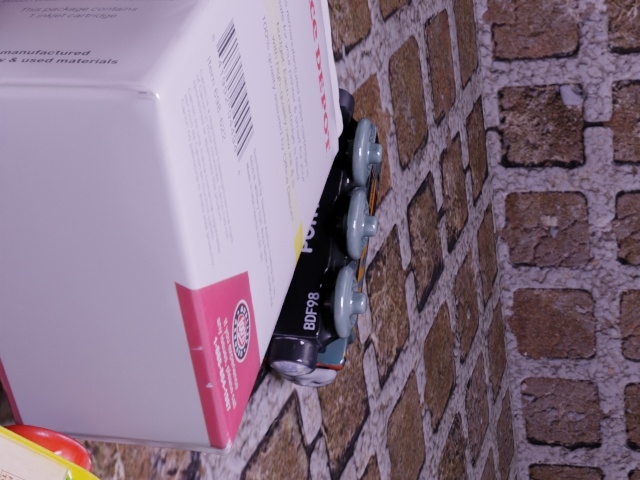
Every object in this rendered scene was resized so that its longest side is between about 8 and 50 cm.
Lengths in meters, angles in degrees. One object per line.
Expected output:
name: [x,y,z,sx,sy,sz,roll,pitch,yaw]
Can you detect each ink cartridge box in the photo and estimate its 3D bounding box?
ink cartridge box: [-0.107,-0.082,0.782,0.384,0.161,0.279,-70,158,-52]

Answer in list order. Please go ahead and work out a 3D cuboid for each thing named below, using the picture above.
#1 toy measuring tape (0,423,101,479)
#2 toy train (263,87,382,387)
toy measuring tape: [-0.233,0.146,0.633,0.330,0.121,0.121,39,50,-36]
toy train: [0.000,0.000,1.189,0.190,0.142,0.333,66,29,-66]
